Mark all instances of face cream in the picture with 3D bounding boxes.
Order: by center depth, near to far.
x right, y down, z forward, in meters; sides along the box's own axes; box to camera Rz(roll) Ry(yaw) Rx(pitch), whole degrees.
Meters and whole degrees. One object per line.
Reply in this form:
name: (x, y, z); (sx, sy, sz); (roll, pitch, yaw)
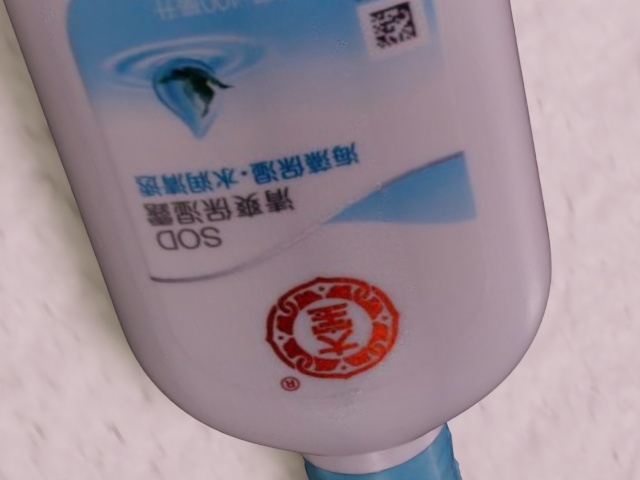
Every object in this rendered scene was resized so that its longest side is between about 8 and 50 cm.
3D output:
face cream: (0.000, 0.000, 0.666); (0.163, 0.080, 0.336); (-10, 126, 6)
